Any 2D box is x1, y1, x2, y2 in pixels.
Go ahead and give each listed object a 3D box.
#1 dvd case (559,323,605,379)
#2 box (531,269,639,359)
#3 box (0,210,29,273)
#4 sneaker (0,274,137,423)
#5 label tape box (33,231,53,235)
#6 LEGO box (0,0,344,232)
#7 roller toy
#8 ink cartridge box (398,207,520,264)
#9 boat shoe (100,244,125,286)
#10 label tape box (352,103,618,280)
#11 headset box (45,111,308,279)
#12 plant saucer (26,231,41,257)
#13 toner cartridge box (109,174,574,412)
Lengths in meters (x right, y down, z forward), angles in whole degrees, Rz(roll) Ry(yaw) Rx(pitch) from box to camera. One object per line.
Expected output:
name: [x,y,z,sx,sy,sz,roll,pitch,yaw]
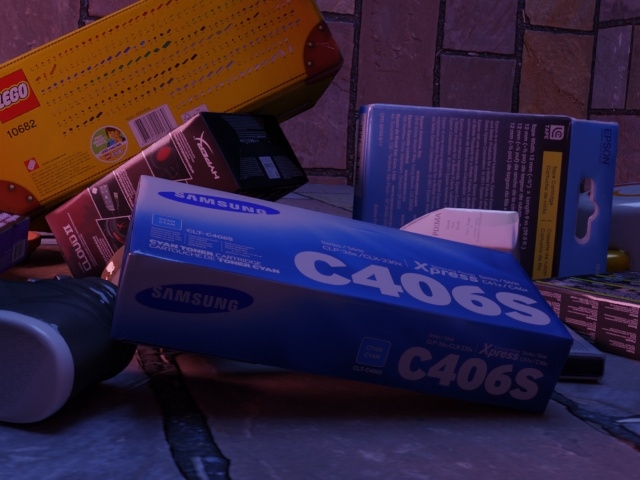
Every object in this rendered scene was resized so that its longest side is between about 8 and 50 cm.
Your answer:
dvd case: [0.138,0.099,0.915,0.238,0.030,0.179,4,7,0]
box: [0.392,0.086,1.005,0.216,0.060,0.270,-4,9,-39]
box: [-0.462,0.013,0.959,0.201,0.057,0.293,12,16,4]
sneaker: [-0.279,0.067,0.737,0.295,0.105,0.147,13,9,23]
label tape box: [-0.582,-0.071,1.648,0.333,0.106,0.240,0,8,-26]
LEGO box: [-0.244,-0.204,1.340,0.500,0.193,0.372,-27,3,-7]
roller toy: [0.495,-0.005,1.422,0.191,0.146,0.209,-5,12,10]
ink cartridge box: [0.130,0.019,1.125,0.224,0.056,0.181,6,-24,15]
boat shoe: [-0.050,0.053,0.922,0.123,0.123,0.342,31,21,37]
label tape box: [0.221,-0.054,1.277,0.347,0.249,0.115,3,6,-8]
headset box: [-0.193,-0.048,1.201,0.293,0.110,0.218,-30,-5,22]
plant saucer: [-0.509,0.008,1.330,0.200,0.037,0.200,3,8,0]
toner cartridge box: [0.013,0.041,0.752,0.347,0.075,0.165,11,21,-13]
